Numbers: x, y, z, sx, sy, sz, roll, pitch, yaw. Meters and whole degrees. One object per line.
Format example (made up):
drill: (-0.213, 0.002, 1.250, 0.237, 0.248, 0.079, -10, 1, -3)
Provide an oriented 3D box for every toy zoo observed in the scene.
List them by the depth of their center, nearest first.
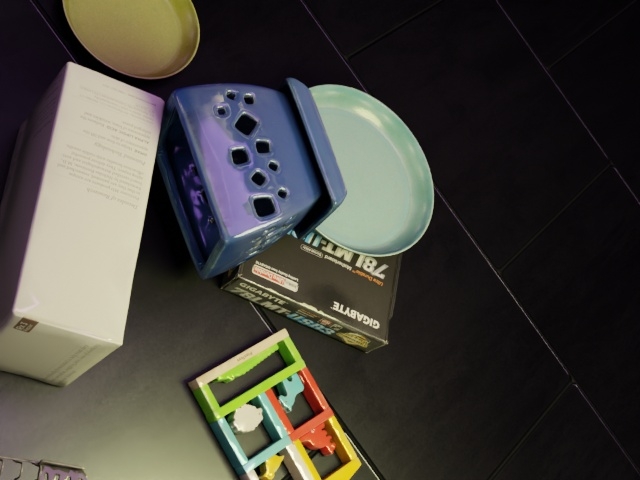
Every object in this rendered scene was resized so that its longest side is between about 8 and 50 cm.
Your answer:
toy zoo: (-0.056, 0.302, 1.660, 0.192, 0.030, 0.293, -28, 87, -40)

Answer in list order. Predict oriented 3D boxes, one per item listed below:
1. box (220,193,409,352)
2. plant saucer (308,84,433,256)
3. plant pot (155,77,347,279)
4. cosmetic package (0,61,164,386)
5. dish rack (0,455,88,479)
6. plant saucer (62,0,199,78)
box: (0.000, 0.000, 1.815, 0.295, 0.073, 0.293, 26, 56, -23)
plant saucer: (0.053, -0.114, 1.831, 0.317, 0.044, 0.317, 15, 60, -27)
plant pot: (-0.101, -0.099, 1.596, 0.212, 0.236, 0.236, -16, 81, -19)
cosmetic package: (-0.348, -0.019, 1.486, 0.156, 0.217, 0.385, 19, 61, -27)
dish rack: (-0.390, 0.332, 1.230, 0.271, 0.074, 0.208, 15, 71, -24)
plant saucer: (-0.314, -0.365, 1.781, 0.241, 0.037, 0.241, 14, 62, -29)
